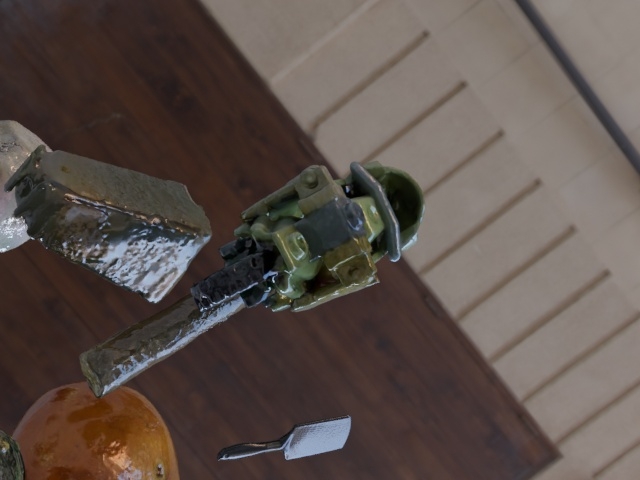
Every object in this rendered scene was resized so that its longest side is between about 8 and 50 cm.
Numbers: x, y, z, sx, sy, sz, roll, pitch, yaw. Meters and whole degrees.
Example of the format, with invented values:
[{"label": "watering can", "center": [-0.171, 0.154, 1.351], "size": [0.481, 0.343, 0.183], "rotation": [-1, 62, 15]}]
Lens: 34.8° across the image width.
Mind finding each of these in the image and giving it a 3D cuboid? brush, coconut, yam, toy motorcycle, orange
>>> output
[{"label": "brush", "center": [-0.046, 0.265, 1.344], "size": [0.193, 0.063, 0.016], "rotation": [-5, -147, -30]}, {"label": "coconut", "center": [-0.563, -0.084, 1.765], "size": [0.234, 0.224, 0.224], "rotation": [-47, -172, 3]}, {"label": "yam", "center": [-0.190, 0.114, 1.389], "size": [0.299, 0.066, 0.066], "rotation": [-30, -178, -31]}, {"label": "toy motorcycle", "center": [0.000, 0.000, 1.307], "size": [0.237, 0.169, 0.410], "rotation": [-29, 179, 23]}, {"label": "orange", "center": [-0.326, 0.342, 1.468], "size": [0.226, 0.284, 0.284], "rotation": [-6, -159, 21]}]

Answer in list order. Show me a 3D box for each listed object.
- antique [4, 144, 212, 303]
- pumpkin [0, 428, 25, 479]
[{"label": "antique", "center": [-0.302, -0.031, 1.422], "size": [0.150, 0.284, 0.125], "rotation": [-47, -131, 16]}, {"label": "pumpkin", "center": [-0.406, 0.268, 1.085], "size": [0.190, 0.146, 0.190], "rotation": [-10, 161, -4]}]
